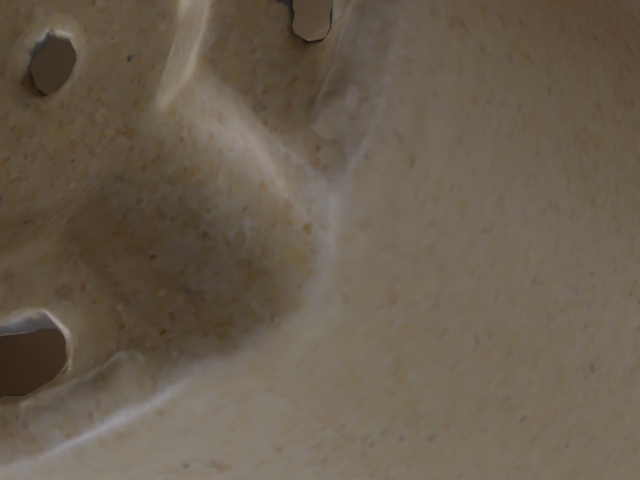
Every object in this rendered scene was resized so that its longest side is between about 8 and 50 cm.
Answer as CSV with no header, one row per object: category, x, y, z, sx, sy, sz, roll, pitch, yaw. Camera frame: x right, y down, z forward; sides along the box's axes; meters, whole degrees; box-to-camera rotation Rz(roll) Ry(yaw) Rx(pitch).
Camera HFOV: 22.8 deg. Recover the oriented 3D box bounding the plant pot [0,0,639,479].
plant pot,0.000,0.000,0.509,0.305,0.334,0.334,33,-157,-54
